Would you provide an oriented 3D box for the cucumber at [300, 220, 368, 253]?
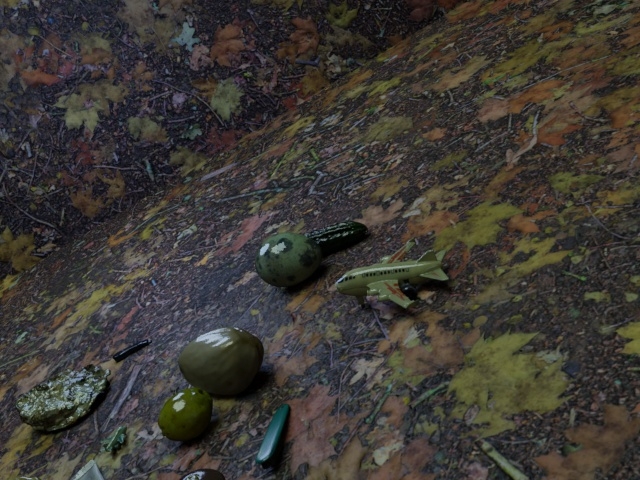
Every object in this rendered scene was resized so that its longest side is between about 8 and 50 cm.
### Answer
[{"bbox_3d":[0.000,0.001,2.109,0.265,0.077,0.077,-19,27,26],"label":"cucumber"}]

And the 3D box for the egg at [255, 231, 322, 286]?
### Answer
[{"bbox_3d":[-0.082,0.047,2.038,0.181,0.141,0.141,-14,29,16],"label":"egg"}]

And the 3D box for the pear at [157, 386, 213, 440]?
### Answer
[{"bbox_3d":[-0.292,0.381,1.708,0.131,0.107,0.107,-46,27,-5],"label":"pear"}]

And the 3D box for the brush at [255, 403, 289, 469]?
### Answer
[{"bbox_3d":[-0.087,0.387,1.556,0.043,0.032,0.193,-27,13,19],"label":"brush"}]

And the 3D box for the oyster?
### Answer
[{"bbox_3d":[-0.689,0.419,2.099,0.259,0.092,0.198,-20,31,17],"label":"oyster"}]

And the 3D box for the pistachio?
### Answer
[{"bbox_3d":[-0.224,0.274,1.789,0.238,0.138,0.153,-9,67,41],"label":"pistachio"}]

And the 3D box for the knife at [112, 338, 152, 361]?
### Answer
[{"bbox_3d":[-0.528,0.305,2.206,0.121,0.018,0.031,-28,18,6],"label":"knife"}]

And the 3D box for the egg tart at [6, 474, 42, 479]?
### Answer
[{"bbox_3d":[-0.619,0.535,1.478,0.297,0.132,0.297,-26,16,8],"label":"egg tart"}]

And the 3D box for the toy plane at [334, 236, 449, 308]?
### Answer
[{"bbox_3d":[0.158,0.083,1.746,0.256,0.104,0.242,-22,29,20],"label":"toy plane"}]

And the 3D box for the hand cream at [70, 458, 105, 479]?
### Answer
[{"bbox_3d":[-0.493,0.558,1.663,0.121,0.076,0.336,-39,19,-20],"label":"hand cream"}]

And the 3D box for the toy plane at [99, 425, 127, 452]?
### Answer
[{"bbox_3d":[-0.477,0.466,1.836,0.080,0.033,0.083,-12,24,37],"label":"toy plane"}]

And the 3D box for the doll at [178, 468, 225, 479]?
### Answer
[{"bbox_3d":[-0.206,0.480,1.442,0.188,0.096,0.145,-12,37,15],"label":"doll"}]
